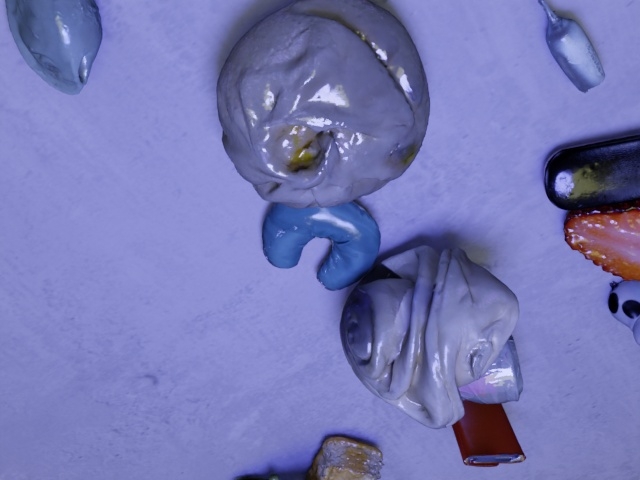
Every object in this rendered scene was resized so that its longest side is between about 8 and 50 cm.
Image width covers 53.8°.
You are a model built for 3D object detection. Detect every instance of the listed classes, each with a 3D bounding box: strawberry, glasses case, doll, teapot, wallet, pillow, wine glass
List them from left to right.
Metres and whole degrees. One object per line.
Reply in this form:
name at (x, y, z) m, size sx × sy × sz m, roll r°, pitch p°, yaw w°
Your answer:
pillow at (0.000, 0.000, 1.223) m, size 0.233 × 0.086 × 0.214 m, roll 21°, pitch 124°, yaw -16°
teapot at (0.338, 0.259, 1.375) m, size 0.178 × 0.163 × 0.222 m, roll -11°, pitch 124°, yaw 10°
wallet at (0.373, 0.431, 1.461) m, size 0.142 × 0.204 × 0.045 m, roll 1°, pitch 120°, yaw -6°
wine glass at (0.398, -0.350, 1.045) m, size 0.074 × 0.074 × 0.262 m, roll -37°, pitch 120°, yaw 17°
strawberry at (0.609, -0.026, 1.261) m, size 0.236 × 0.111 × 0.190 m, roll 18°, pitch 133°, yaw 11°
glasses case at (0.576, -0.135, 1.184) m, size 0.314 × 0.075 × 0.122 m, roll -11°, pitch 106°, yaw 2°
doll at (0.697, 0.163, 1.343) m, size 0.106 × 0.181 × 0.110 m, roll 17°, pitch 119°, yaw -31°

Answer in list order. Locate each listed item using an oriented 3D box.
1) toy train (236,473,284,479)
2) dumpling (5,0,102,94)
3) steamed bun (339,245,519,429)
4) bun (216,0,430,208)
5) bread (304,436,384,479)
toy train at (-0.099, 0.679, 1.553) m, size 0.307 × 0.126 × 0.190 m, roll -10°, pitch 108°, yaw 35°
dumpling at (-0.401, -0.338, 0.968) m, size 0.108 × 0.152 × 0.219 m, roll -15°, pitch 118°, yaw -43°
steamed bun at (0.160, 0.171, 1.200) m, size 0.237 × 0.347 × 0.394 m, roll 23°, pitch 139°, yaw -23°
bun at (0.009, -0.203, 1.013) m, size 0.364 × 0.219 × 0.366 m, roll -4°, pitch 126°, yaw -6°
bread at (0.055, 0.607, 1.594) m, size 0.173 × 0.121 × 0.246 m, roll 19°, pitch 125°, yaw 0°
